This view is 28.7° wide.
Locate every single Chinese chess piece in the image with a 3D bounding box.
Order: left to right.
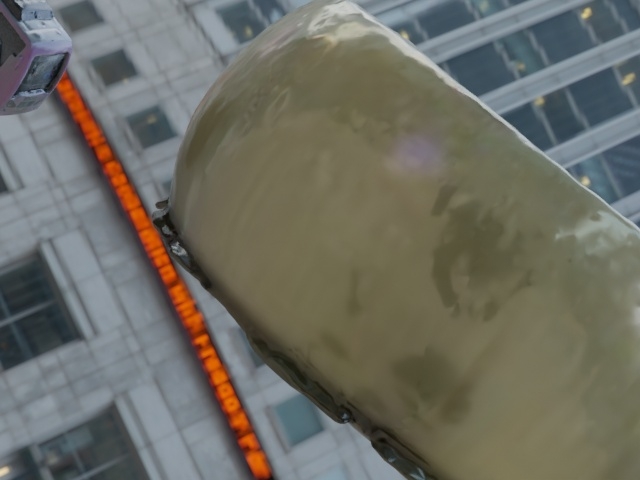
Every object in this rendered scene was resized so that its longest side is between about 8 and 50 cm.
[{"bbox_3d":[0.065,0.020,0.497,0.270,0.112,0.270,38,8,-7],"label":"Chinese chess piece"}]

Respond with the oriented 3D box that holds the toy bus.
[{"bbox_3d":[-0.167,-0.120,0.580,0.052,0.037,0.131,-43,-100,28],"label":"toy bus"}]
